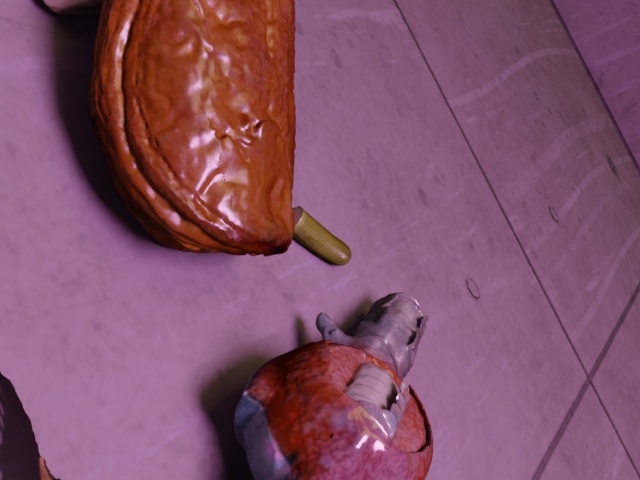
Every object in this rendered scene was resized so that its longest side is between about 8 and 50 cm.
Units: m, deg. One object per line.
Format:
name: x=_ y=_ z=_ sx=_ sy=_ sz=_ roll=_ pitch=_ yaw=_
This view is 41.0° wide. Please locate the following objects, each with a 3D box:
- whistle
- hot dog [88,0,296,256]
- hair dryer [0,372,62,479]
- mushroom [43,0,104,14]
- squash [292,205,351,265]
whistle: x=0.030 y=0.126 z=0.687 sx=0.142 sy=0.134 sz=0.346 roll=25 pitch=23 yaw=9
hot dog: x=-0.084 y=-0.121 z=0.667 sx=0.196 sy=0.122 sz=0.272 roll=7 pitch=78 yaw=-63
hair dryer: x=-0.119 y=0.138 z=0.430 sx=0.303 sy=0.120 sz=0.359 roll=-7 pitch=51 yaw=-22
mushroom: x=-0.152 y=-0.244 z=0.725 sx=0.247 sy=0.108 sz=0.096 roll=-38 pitch=140 yaw=-56
squash: x=0.000 y=0.000 z=0.823 sx=0.083 sy=0.027 sz=0.027 roll=38 pitch=39 yaw=-35
